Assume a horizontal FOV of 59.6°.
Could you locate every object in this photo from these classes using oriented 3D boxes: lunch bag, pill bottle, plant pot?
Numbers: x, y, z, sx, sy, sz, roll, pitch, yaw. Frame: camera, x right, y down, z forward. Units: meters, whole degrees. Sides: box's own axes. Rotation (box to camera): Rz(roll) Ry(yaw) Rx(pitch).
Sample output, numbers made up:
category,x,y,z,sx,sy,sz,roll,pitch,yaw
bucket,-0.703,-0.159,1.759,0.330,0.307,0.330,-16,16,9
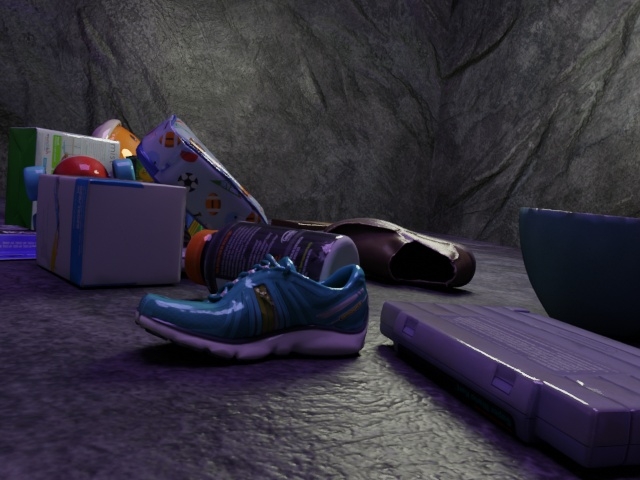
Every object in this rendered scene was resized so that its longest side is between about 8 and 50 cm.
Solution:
category,x,y,z,sx,sy,sz,roll,pitch,yaw
lunch bag,-0.231,-0.110,1.138,0.303,0.115,0.243,49,0,-21
pill bottle,-0.077,0.041,0.813,0.245,0.131,0.130,9,6,26
plant pot,0.484,0.054,0.967,0.290,0.196,0.290,6,6,-1

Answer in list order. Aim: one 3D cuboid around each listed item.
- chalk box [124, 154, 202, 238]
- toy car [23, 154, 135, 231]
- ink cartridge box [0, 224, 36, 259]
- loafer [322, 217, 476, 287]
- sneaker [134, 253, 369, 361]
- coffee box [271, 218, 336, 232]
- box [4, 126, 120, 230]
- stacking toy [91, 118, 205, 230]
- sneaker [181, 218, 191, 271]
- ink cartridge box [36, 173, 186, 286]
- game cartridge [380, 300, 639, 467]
category,x,y,z,sx,sy,sz,roll,pitch,yaw
chalk box,-0.411,-0.133,1.459,0.179,0.289,0.180,3,6,-29
toy car,-0.491,-0.052,1.176,0.219,0.210,0.238,-8,28,-23
ink cartridge box,-0.635,0.002,1.077,0.208,0.045,0.206,11,6,34
loafer,0.160,0.024,1.256,0.365,0.134,0.130,8,5,20
sneaker,-0.067,0.069,0.629,0.275,0.110,0.107,2,6,-29
coffee box,0.000,0.000,1.542,0.246,0.098,0.141,2,6,-36
box,-0.637,-0.136,1.395,0.126,0.262,0.231,9,7,32
stacking toy,-0.520,-0.140,1.785,0.479,0.351,0.350,23,0,-17
sneaker,-0.308,-0.026,1.132,0.102,0.161,0.282,5,6,-31
ink cartridge box,-0.368,-0.024,0.969,0.171,0.168,0.232,0,7,-44
game cartridge,0.231,0.131,0.593,0.230,0.068,0.355,0,7,-19
